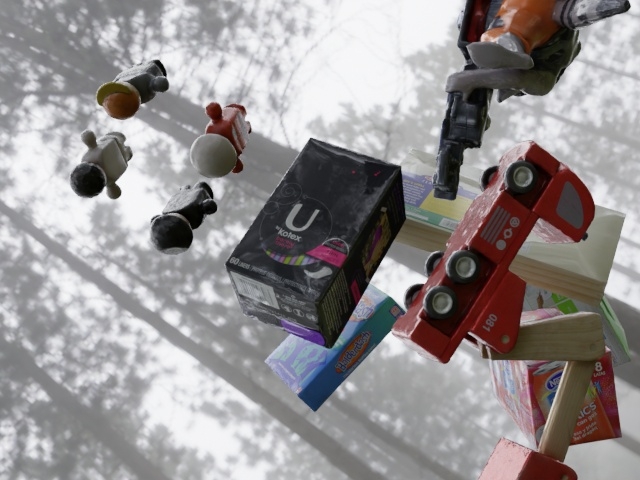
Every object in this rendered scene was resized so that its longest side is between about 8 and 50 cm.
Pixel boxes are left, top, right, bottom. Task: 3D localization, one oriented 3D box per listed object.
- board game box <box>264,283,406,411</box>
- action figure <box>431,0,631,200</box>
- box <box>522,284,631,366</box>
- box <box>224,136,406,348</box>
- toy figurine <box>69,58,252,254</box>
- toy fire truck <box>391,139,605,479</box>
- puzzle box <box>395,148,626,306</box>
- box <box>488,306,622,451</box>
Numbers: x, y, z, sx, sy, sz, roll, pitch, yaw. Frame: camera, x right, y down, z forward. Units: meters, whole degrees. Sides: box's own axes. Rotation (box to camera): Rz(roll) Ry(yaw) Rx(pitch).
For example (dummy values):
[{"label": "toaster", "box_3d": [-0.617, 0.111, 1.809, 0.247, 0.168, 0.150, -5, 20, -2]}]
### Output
[{"label": "board game box", "box_3d": [0.021, 0.156, 1.565, 0.210, 0.160, 0.047, -46, -65, -7]}, {"label": "action figure", "box_3d": [0.233, -0.205, 1.113, 0.330, 0.179, 0.341, 15, -93, -80]}, {"label": "box", "box_3d": [0.424, 0.146, 1.870, 0.262, 0.231, 0.126, 56, -158, -16]}, {"label": "box", "box_3d": [0.000, 0.000, 1.492, 0.270, 0.165, 0.143, -59, -24, -28]}, {"label": "toy figurine", "box_3d": [-0.214, -0.111, 1.291, 0.213, 0.210, 0.148, -55, 8, 31]}, {"label": "toy fire truck", "box_3d": [0.119, 0.053, 0.578, 0.135, 0.047, 0.192, 35, -98, -10]}, {"label": "puzzle box", "box_3d": [0.301, -0.033, 1.677, 0.272, 0.409, 0.052, -49, -27, -55]}, {"label": "box", "box_3d": [0.326, 0.192, 1.409, 0.123, 0.257, 0.128, -10, -80, -2]}]
